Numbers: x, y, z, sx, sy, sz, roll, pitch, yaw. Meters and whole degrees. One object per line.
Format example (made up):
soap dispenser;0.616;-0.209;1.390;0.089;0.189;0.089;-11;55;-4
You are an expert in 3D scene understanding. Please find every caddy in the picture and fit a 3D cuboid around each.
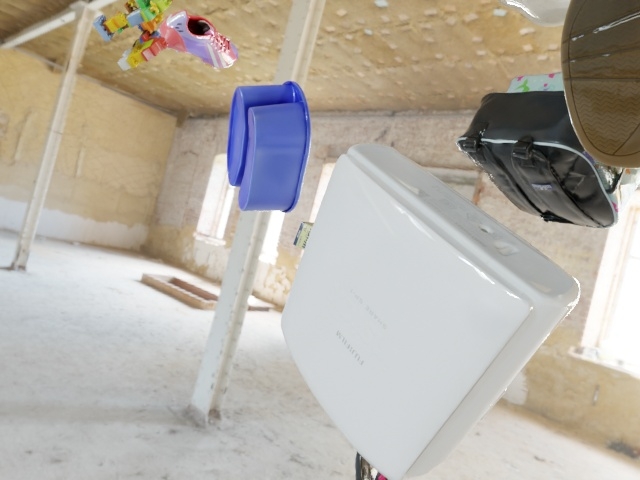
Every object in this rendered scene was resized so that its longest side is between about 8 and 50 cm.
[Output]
caddy;-0.118;-0.226;1.131;0.179;0.341;0.241;-5;43;-24

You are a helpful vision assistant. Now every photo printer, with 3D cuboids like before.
photo printer;0.073;0.089;0.487;0.107;0.307;0.256;-10;44;-39

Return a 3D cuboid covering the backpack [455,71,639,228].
backpack;0.373;-0.134;0.711;0.253;0.191;0.225;41;-8;-31

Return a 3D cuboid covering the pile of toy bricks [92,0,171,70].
pile of toy bricks;-0.297;-0.391;0.771;0.105;0.212;0.118;-18;-47;13

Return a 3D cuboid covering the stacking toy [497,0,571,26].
stacking toy;0.448;-0.489;0.524;0.351;0.479;0.350;10;28;-5

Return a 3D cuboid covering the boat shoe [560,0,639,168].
boat shoe;0.245;-0.206;0.322;0.098;0.302;0.109;-23;22;-38

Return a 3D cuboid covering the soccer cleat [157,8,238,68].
soccer cleat;-0.261;-0.467;1.055;0.095;0.083;0.248;-21;-4;30

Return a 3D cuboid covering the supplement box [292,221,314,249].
supplement box;0.000;0.000;1.002;0.083;0.056;0.083;26;10;22

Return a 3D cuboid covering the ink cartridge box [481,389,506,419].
ink cartridge box;0.270;0.172;0.727;0.145;0.179;0.045;57;-18;-15

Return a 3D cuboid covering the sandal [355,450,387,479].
sandal;0.073;0.320;0.560;0.040;0.179;0.067;-12;-28;41
